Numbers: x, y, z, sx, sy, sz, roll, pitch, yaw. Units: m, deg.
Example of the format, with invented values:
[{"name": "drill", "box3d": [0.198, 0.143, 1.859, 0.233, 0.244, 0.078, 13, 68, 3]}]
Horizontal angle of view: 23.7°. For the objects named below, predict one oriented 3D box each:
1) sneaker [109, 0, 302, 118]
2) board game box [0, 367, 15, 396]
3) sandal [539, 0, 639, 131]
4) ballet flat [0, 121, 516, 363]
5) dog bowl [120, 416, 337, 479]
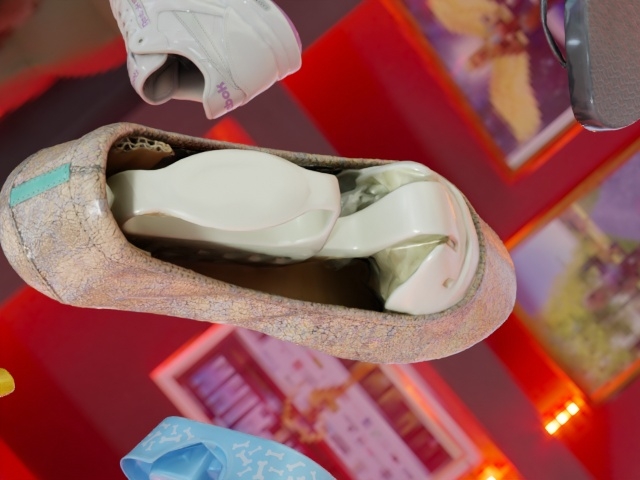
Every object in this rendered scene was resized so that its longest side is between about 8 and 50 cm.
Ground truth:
[{"name": "sneaker", "box3d": [-0.167, -0.228, 1.538, 0.305, 0.152, 0.114, 34, 156, 30]}, {"name": "board game box", "box3d": [-0.371, 0.002, 1.156, 0.390, 0.050, 0.390, -38, 72, 54]}, {"name": "sandal", "box3d": [0.197, -0.190, 1.110, 0.097, 0.054, 0.254, 22, -120, -41]}, {"name": "ballet flat", "box3d": [0.000, 0.000, 0.760, 0.106, 0.316, 0.108, -34, 60, 49]}, {"name": "dog bowl", "box3d": [-0.091, 0.276, 1.701, 0.297, 0.074, 0.166, 8, 145, 42]}]
